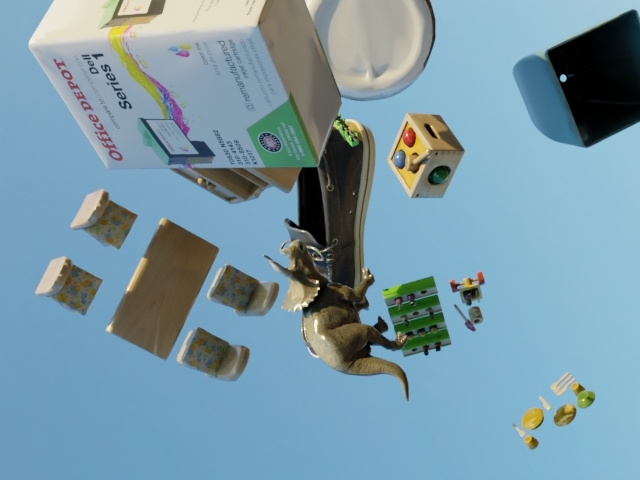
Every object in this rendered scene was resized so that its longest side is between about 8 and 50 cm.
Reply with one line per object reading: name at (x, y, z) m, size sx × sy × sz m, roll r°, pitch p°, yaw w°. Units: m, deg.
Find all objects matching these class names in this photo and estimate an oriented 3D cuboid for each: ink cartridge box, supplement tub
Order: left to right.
ink cartridge box at (-0.143, -0.184, 1.130) m, size 0.201 × 0.278 × 0.117 m, roll 65°, pitch -146°, yaw -45°
supplement tub at (0.069, -0.342, 1.639) m, size 0.207 × 0.207 × 0.338 m, roll 43°, pitch -169°, yaw -10°

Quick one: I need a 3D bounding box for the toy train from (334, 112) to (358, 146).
toy train at (0.037, -0.182, 1.662) m, size 0.017 × 0.024 × 0.083 m, roll -25°, pitch -128°, yaw -15°

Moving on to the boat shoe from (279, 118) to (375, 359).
boat shoe at (0.000, 0.000, 2.112) m, size 0.156 × 0.500 × 0.187 m, roll -1°, pitch -166°, yaw -28°

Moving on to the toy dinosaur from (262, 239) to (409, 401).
toy dinosaur at (0.036, 0.144, 1.677) m, size 0.160 × 0.121 × 0.314 m, roll -20°, pitch -109°, yaw -21°

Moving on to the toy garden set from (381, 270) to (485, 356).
toy garden set at (0.250, 0.160, 2.124) m, size 0.244 × 0.203 × 0.049 m, roll 67°, pitch -172°, yaw -51°

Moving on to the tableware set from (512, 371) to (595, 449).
tableware set at (0.425, 0.315, 1.870) m, size 0.024 × 0.154 × 0.104 m, roll 44°, pitch -176°, yaw -25°

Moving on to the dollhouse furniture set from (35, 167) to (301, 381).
dollhouse furniture set at (-0.222, 0.004, 1.782) m, size 0.362 × 0.256 × 0.394 m, roll 30°, pitch -106°, yaw -21°

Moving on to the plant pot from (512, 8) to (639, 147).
plant pot at (0.422, -0.260, 1.704) m, size 0.165 × 0.165 × 0.234 m, roll 65°, pitch 171°, yaw -10°

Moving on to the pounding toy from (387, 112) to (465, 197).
pounding toy at (0.183, -0.149, 1.828) m, size 0.100 × 0.130 × 0.141 m, roll -1°, pitch -137°, yaw -27°
